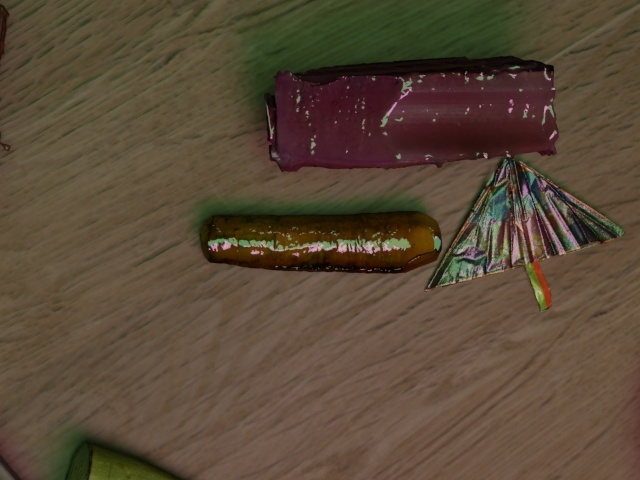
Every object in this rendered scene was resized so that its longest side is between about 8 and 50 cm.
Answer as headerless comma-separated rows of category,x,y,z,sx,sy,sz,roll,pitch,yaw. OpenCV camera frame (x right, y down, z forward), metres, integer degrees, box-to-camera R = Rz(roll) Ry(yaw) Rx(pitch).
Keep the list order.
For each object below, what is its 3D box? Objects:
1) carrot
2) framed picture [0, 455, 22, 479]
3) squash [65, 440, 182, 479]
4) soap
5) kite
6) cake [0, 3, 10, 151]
carrot,0.000,0.000,1.484,0.260,0.070,0.070,1,94,-8
framed picture,-0.459,0.318,1.396,0.326,0.028,0.446,-34,115,-4
squash,-0.168,0.298,1.473,0.224,0.094,0.094,24,91,-16
soap,0.083,-0.135,1.430,0.289,0.182,0.112,-4,97,-14
kite,0.222,-0.004,1.544,0.241,0.014,0.183,-20,100,-6
cake,-0.450,-0.135,1.298,0.282,0.290,0.255,8,92,-6
